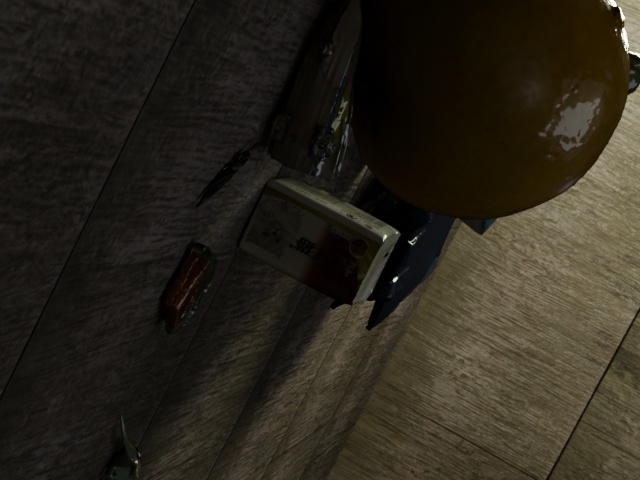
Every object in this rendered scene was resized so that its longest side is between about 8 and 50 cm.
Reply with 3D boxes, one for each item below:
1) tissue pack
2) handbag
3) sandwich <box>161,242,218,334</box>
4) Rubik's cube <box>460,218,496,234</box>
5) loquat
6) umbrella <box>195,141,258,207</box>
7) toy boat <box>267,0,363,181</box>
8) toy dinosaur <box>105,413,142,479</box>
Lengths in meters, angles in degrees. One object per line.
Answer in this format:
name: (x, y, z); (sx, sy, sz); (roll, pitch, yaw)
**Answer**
tissue pack: (0.000, 0.001, 1.659); (0.099, 0.149, 0.106); (-64, 169, 10)
handbag: (0.143, -0.044, 2.303); (0.303, 0.122, 0.329); (-66, 169, 28)
sandwich: (-0.135, 0.051, 1.485); (0.101, 0.026, 0.069); (-61, 171, 3)
Rubik's cube: (0.211, -0.162, 2.012); (0.205, 0.207, 0.205); (-48, 168, -7)
loquat: (0.198, -0.184, 1.577); (0.328, 0.360, 0.328); (179, -90, -69)
umbrella: (-0.090, -0.068, 1.436); (0.022, 0.013, 0.122); (-42, -174, 42)
toy boat: (0.004, -0.162, 1.493); (0.066, 0.084, 0.210); (-9, 122, -62)
toy dinosaur: (-0.216, 0.251, 1.600); (0.180, 0.037, 0.058); (114, -15, -58)
